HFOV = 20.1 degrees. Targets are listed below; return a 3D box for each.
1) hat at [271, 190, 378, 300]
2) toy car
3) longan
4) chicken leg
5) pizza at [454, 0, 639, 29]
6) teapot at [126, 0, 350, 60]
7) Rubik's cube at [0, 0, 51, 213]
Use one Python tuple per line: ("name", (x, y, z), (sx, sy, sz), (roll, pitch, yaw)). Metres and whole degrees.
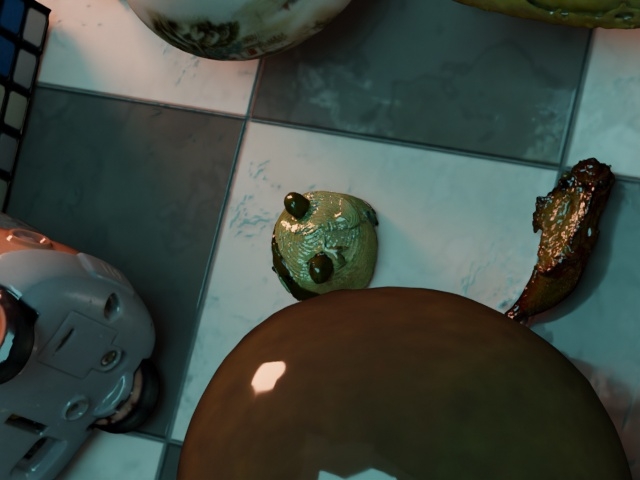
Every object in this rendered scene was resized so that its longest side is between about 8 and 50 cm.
("hat", (-0.001, 0.000, 1.296), (0.076, 0.059, 0.077), (-5, 72, 17))
("toy car", (-0.268, 0.088, 1.330), (0.270, 0.180, 0.212), (-48, 56, 7))
("longan", (0.051, 0.165, 1.123), (0.297, 0.297, 0.297), (-5, 76, 22))
("chicken leg", (0.159, 0.009, 1.240), (0.062, 0.037, 0.145), (19, 85, 47))
("pizza", (0.253, -0.340, 1.137), (0.440, 0.130, 0.406), (-11, 104, 9))
("teapot", (-0.063, -0.229, 1.332), (0.298, 0.139, 0.204), (1, 80, 20))
("Rubik's cube", (-0.345, -0.127, 1.398), (0.187, 0.184, 0.182), (9, 82, 25))
